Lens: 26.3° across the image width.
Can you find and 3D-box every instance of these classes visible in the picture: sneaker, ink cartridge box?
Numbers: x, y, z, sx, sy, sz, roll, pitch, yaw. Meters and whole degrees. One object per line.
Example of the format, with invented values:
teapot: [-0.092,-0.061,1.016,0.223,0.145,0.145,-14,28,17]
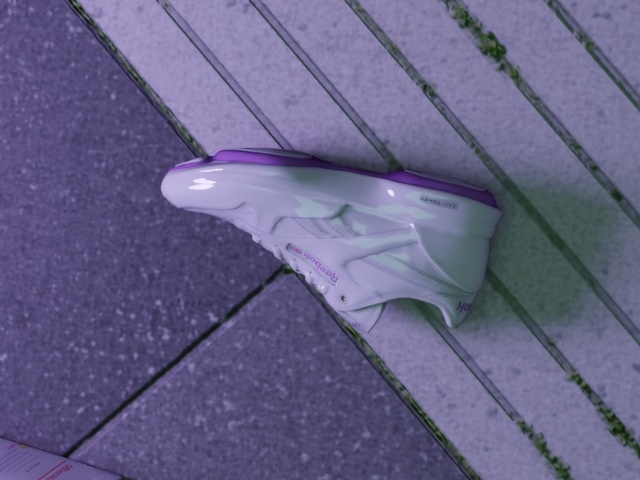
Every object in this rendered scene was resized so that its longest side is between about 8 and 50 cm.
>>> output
sneaker: [0.000,0.000,1.215,0.305,0.114,0.152,11,98,10]
ink cartridge box: [-0.295,0.240,1.314,0.181,0.104,0.061,15,100,10]
